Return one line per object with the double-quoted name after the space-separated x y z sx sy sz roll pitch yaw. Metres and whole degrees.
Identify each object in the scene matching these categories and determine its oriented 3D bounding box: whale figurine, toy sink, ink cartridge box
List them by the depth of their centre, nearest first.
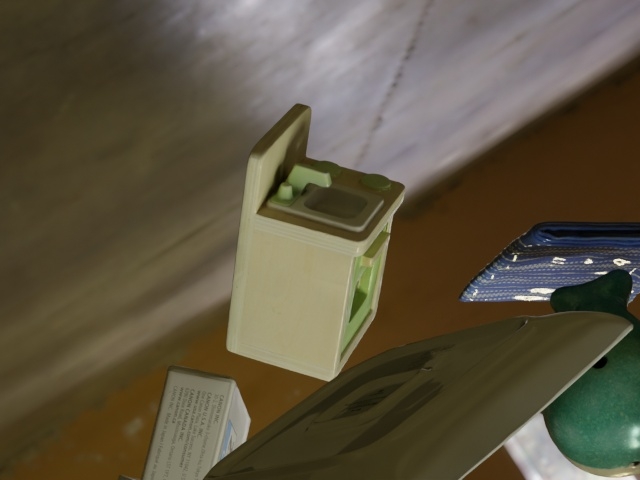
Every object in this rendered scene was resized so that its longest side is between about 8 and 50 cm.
-0.124 0.287 1.458 0.261 0.066 0.296 83 19 -69 "ink cartridge box"
0.000 0.000 1.715 0.153 0.131 0.234 -52 154 -58 "toy sink"
0.329 0.136 1.918 0.216 0.272 0.141 -18 138 15 "whale figurine"

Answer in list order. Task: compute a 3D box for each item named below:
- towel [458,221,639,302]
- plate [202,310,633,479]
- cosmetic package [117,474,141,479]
0.334 0.038 2.119 0.243 0.040 0.336 1 164 -11 "towel"
0.042 0.128 1.165 0.278 0.045 0.277 -32 -172 -40 "plate"
-0.174 0.381 2.241 0.099 0.060 0.239 18 177 -43 "cosmetic package"
